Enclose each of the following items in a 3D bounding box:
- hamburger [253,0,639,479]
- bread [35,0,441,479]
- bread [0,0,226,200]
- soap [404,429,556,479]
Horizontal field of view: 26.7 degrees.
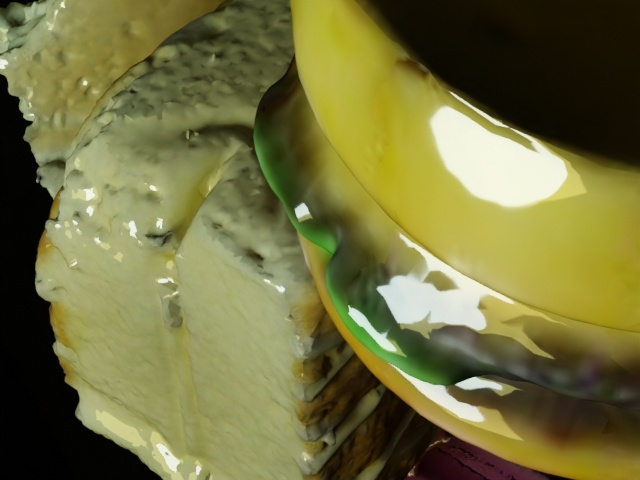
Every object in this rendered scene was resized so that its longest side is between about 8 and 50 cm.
[{"bbox_3d":[0.165,-0.060,0.696,0.396,0.396,0.277,39,151,27],"label":"hamburger"},{"bbox_3d":[0.000,0.000,1.101,0.279,0.390,0.371,30,146,23],"label":"bread"},{"bbox_3d":[-0.149,-0.200,1.212,0.245,0.329,0.424,12,125,8],"label":"bread"},{"bbox_3d":[0.142,0.195,1.338,0.250,0.099,0.162,34,-161,-43],"label":"soap"}]
